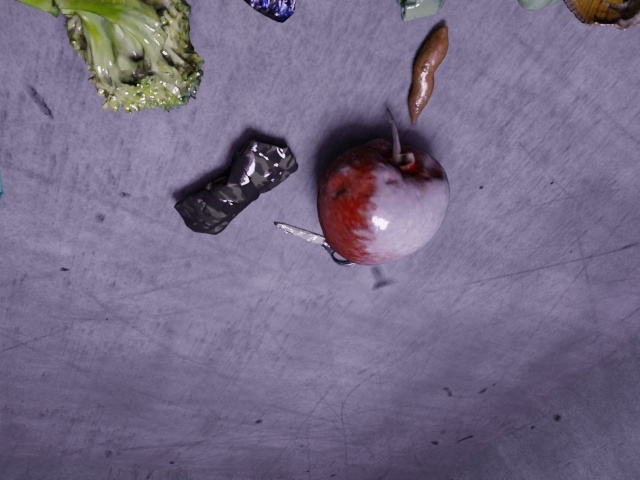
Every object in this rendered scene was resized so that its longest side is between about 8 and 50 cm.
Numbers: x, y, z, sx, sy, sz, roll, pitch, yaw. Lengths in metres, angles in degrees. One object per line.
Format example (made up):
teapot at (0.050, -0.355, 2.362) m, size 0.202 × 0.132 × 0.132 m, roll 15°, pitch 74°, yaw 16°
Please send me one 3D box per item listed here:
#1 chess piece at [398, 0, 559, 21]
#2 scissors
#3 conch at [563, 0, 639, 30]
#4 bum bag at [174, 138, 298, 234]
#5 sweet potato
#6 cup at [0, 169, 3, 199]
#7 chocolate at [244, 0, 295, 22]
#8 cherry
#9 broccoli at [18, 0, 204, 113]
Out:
chess piece at (0.298, -0.514, 0.753) m, size 0.299 × 0.194 × 0.194 m, roll -10°, pitch 129°, yaw 8°
scissors at (0.000, 0.000, 1.180) m, size 0.300 × 0.022 × 0.109 m, roll 21°, pitch 117°, yaw -24°
conch at (0.615, -0.533, 0.815) m, size 0.245 × 0.163 × 0.178 m, roll 15°, pitch 111°, yaw 14°
bum bag at (-0.212, -0.128, 0.994) m, size 0.340 × 0.095 × 0.144 m, roll -35°, pitch 141°, yaw 17°
sweet potato at (0.238, -0.374, 0.919) m, size 0.065 × 0.051 × 0.218 m, roll 3°, pitch 126°, yaw -17°
cup at (-0.841, -0.130, 0.849) m, size 0.236 × 0.148 × 0.134 m, roll 14°, pitch 150°, yaw -17°
chocolate at (-0.042, -0.555, 0.651) m, size 0.126 × 0.148 × 0.343 m, roll -20°, pitch 152°, yaw -49°
cherry at (0.153, -0.088, 0.994) m, size 0.327 × 0.291 × 0.335 m, roll -24°, pitch 147°, yaw -6°
broccoli at (-0.332, -0.344, 0.619) m, size 0.275 × 0.397 × 0.353 m, roll -37°, pitch 133°, yaw 18°
